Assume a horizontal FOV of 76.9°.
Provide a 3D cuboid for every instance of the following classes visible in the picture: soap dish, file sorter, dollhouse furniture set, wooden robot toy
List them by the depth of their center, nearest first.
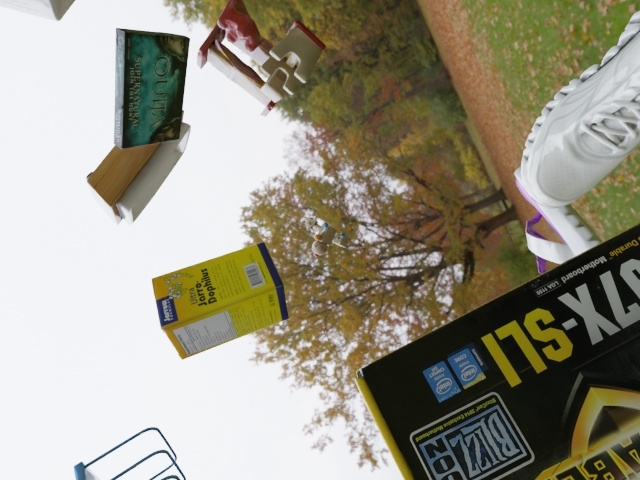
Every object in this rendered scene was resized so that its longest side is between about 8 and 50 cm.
[{"bbox_3d":[-0.213,0.344,0.500,0.170,0.105,0.118,37,144,43],"label":"file sorter"},{"bbox_3d":[-0.119,-0.401,0.821,0.201,0.152,0.374,35,174,-19],"label":"dollhouse furniture set"},{"bbox_3d":[0.000,0.000,0.952,0.173,0.076,0.078,26,-96,-58],"label":"wooden robot toy"},{"bbox_3d":[-0.454,-0.189,1.015,0.118,0.229,0.290,34,-109,-15],"label":"soap dish"}]

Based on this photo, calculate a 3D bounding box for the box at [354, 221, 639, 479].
[{"bbox_3d":[0.226,0.154,0.330,0.257,0.322,0.079,63,176,21],"label":"box"}]

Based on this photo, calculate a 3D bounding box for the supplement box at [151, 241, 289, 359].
[{"bbox_3d":[-0.302,0.183,1.252,0.194,0.357,0.195,89,157,-48],"label":"supplement box"}]

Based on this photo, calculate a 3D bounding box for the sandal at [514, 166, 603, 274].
[{"bbox_3d":[0.388,0.022,0.638,0.169,0.102,0.416,31,-148,-28],"label":"sandal"}]

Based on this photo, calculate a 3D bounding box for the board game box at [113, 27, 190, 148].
[{"bbox_3d":[-0.286,-0.254,0.686,0.026,0.186,0.126,32,-146,19],"label":"board game box"}]

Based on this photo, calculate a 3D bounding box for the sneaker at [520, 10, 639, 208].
[{"bbox_3d":[0.343,-0.161,0.448,0.110,0.292,0.118,33,-162,-1],"label":"sneaker"}]

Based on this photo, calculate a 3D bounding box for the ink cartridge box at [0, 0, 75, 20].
[{"bbox_3d":[-0.413,-0.523,0.533,0.119,0.353,0.207,13,-122,-10],"label":"ink cartridge box"}]
